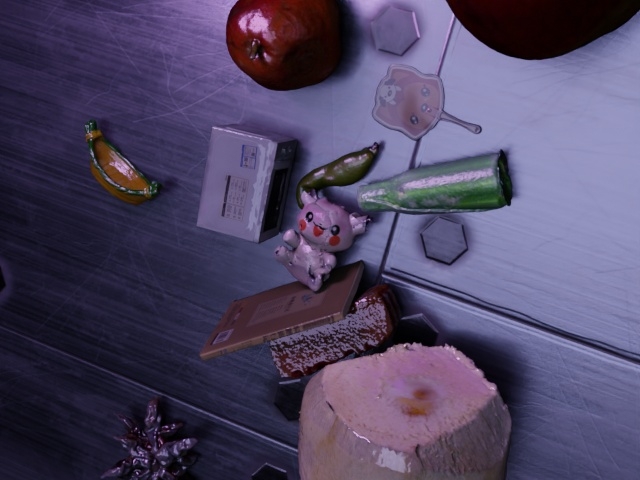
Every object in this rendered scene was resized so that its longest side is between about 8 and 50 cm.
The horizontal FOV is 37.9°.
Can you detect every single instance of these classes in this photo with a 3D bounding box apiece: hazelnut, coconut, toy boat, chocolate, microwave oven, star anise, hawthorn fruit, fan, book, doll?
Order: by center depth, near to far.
[{"bbox_3d":[0.366,-0.487,1.458,0.402,0.429,0.402,12,121,22],"label":"hazelnut"},{"bbox_3d":[-0.075,-0.379,1.724,0.224,0.261,0.224,7,109,21],"label":"hawthorn fruit"},{"bbox_3d":[0.150,0.417,1.726,0.404,0.404,0.405,4,101,19],"label":"coconut"},{"bbox_3d":[0.211,-0.096,1.765,0.291,0.110,0.110,-7,98,23],"label":"chocolate"},{"bbox_3d":[0.205,-0.250,1.783,0.220,0.009,0.132,26,108,14],"label":"fan"},{"bbox_3d":[0.000,0.000,1.835,0.149,0.095,0.192,34,107,16],"label":"doll"},{"bbox_3d":[-0.072,0.137,1.843,0.310,0.217,0.021,-18,110,21],"label":"book"},{"bbox_3d":[-0.148,-0.118,1.869,0.162,0.122,0.208,16,104,16],"label":"microwave oven"},{"bbox_3d":[-0.429,-0.156,1.978,0.229,0.089,0.088,41,124,12],"label":"toy boat"},{"bbox_3d":[-0.367,0.491,2.066,0.212,0.129,0.283,2,105,2],"label":"star anise"}]

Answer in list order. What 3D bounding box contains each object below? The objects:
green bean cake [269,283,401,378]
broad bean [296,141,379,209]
[{"bbox_3d":[0.037,0.176,1.822,0.232,0.198,0.097,-22,95,17],"label":"green bean cake"},{"bbox_3d":[0.031,-0.129,1.844,0.213,0.048,0.070,-33,100,27],"label":"broad bean"}]
